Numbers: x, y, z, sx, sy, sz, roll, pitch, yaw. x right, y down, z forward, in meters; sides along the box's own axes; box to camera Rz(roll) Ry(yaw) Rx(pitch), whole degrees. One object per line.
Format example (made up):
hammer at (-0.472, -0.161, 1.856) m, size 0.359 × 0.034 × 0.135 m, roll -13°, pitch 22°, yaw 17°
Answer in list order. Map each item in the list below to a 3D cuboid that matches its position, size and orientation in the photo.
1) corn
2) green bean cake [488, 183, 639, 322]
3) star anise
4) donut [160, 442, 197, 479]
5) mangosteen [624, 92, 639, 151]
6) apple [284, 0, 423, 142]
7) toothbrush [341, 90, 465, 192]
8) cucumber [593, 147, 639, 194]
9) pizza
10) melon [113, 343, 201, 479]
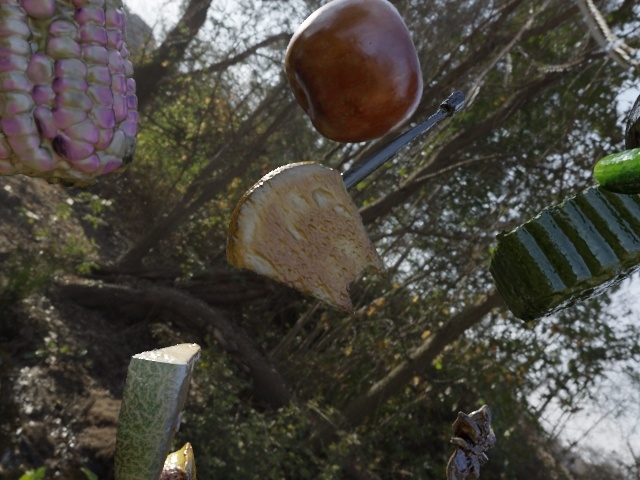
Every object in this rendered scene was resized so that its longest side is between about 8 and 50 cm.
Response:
corn at (-0.217, -0.211, 0.426) m, size 0.127 × 0.335 × 0.126 m, roll 1°, pitch 8°, yaw 0°
green bean cake at (0.434, 0.030, 0.916) m, size 0.156 × 0.247 × 0.250 m, roll 63°, pitch 3°, yaw 22°
star anise at (0.389, 0.525, 1.336) m, size 0.197 × 0.212 × 0.073 m, roll -8°, pitch 13°, yaw -42°
donut at (-0.215, 0.403, 0.777) m, size 0.166 × 0.073 × 0.184 m, roll -116°, pitch -159°, yaw -55°
mangosteen at (0.763, -0.162, 0.910) m, size 0.435 × 0.382 × 0.382 m, roll 40°, pitch -3°, yaw -28°
apple at (0.053, -0.287, 0.905) m, size 0.253 × 0.253 × 0.253 m, roll 39°, pitch -3°, yaw 2°
toothbrush at (0.118, -0.149, 0.825) m, size 0.030 × 0.297 × 0.030 m, roll 50°, pitch -13°, yaw 12°
cucumber at (0.358, -0.079, 0.547) m, size 0.056 × 0.056 × 0.250 m, roll 39°, pitch -1°, yaw 0°
pizza at (0.000, 0.000, 0.709) m, size 0.262 × 0.181 × 0.034 m, roll 36°, pitch -11°, yaw -33°
melon at (-0.174, 0.201, 0.547) m, size 0.054 × 0.182 × 0.098 m, roll 15°, pitch -4°, yaw 7°
